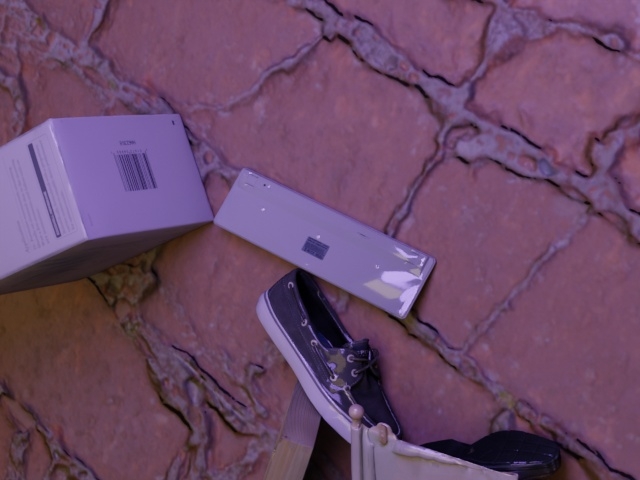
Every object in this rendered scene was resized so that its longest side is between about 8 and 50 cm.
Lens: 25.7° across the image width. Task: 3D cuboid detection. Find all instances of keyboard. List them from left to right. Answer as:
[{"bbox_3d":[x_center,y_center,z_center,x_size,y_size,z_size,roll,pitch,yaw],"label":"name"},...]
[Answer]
[{"bbox_3d":[0.000,0.000,1.497,0.256,0.014,0.072,26,90,27],"label":"keyboard"}]

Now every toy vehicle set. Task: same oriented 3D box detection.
[{"bbox_3d":[-0.056,0.296,1.492,0.035,0.166,0.266,19,107,0],"label":"toy vehicle set"}]

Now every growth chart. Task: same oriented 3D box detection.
[{"bbox_3d":[0.130,0.267,1.407,0.237,0.021,0.172,18,129,18],"label":"growth chart"}]

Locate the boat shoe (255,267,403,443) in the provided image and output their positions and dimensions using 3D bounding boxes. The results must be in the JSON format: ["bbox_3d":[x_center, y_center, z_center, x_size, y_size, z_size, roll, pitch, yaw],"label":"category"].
[{"bbox_3d":[0.022,0.124,1.480,0.076,0.080,0.228,-49,63,28],"label":"boat shoe"}]

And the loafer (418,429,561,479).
[{"bbox_3d":[0.169,0.234,1.416,0.170,0.062,0.061,-10,113,36],"label":"loafer"}]

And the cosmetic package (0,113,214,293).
[{"bbox_3d":[-0.283,-0.036,1.554,0.225,0.224,0.138,-21,85,32],"label":"cosmetic package"}]
